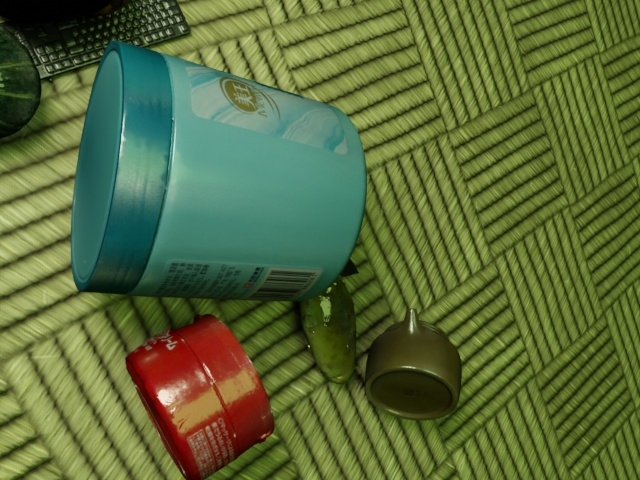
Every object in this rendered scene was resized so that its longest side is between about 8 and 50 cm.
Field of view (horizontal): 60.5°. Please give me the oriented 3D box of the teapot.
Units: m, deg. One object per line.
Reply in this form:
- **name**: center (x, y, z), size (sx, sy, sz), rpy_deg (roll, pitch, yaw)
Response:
- **teapot**: center (0.191, 0.248, 1.106), size (0.175, 0.185, 0.268), rpy_deg (-70, 156, -46)

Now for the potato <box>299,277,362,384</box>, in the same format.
- **potato**: center (0.019, 0.170, 1.043), size (0.117, 0.090, 0.226), rpy_deg (-23, 107, -36)

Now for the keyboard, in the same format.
- **keyboard**: center (-0.360, -0.329, 0.873), size (0.309, 0.018, 0.101), rpy_deg (-30, 103, -28)

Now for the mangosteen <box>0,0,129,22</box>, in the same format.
- **mangosteen**: center (-0.375, -0.410, 0.733), size (0.287, 0.287, 0.233), rpy_deg (36, 70, -25)

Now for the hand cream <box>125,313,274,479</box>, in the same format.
- **hand cream**: center (-0.188, 0.240, 0.842), size (0.149, 0.230, 0.230), rpy_deg (-30, 103, -27)

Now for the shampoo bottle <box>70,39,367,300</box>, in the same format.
- **shampoo bottle**: center (-0.155, -0.076, 0.807), size (0.342, 0.331, 0.331), rpy_deg (8, 84, -31)

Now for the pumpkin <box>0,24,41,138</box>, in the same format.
- **pumpkin**: center (-0.465, -0.217, 0.739), size (0.125, 0.167, 0.167), rpy_deg (-45, 117, -68)

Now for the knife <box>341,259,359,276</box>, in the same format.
- **knife**: center (0.000, 0.000, 1.078), size (0.230, 0.028, 0.060), rpy_deg (42, 57, -25)
